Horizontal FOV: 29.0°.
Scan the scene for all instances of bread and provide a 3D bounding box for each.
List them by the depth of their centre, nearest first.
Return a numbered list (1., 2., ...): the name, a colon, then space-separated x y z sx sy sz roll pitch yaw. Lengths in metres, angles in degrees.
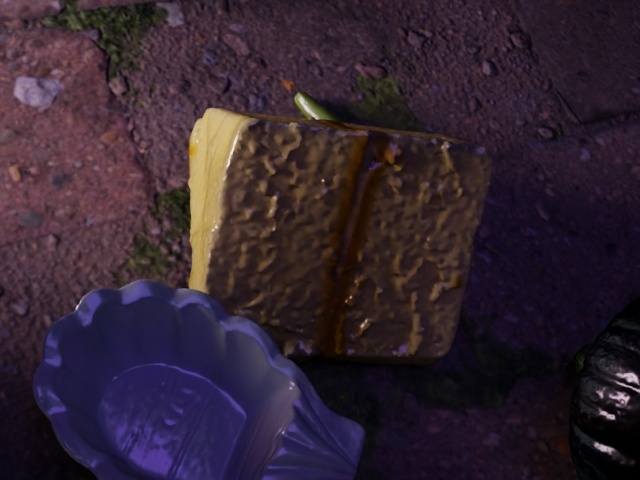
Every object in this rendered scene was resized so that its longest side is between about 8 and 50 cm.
1. bread: 0.000 0.000 1.213 0.263 0.198 0.236 6 98 -15

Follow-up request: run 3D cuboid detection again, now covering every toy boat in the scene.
1. toy boat: -0.109 0.157 1.081 0.290 0.100 0.199 26 58 -3

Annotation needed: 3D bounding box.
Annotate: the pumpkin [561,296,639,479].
1. pumpkin: 0.326 0.155 1.180 0.248 0.248 0.248 8 60 -14

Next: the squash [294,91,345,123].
1. squash: 0.006 -0.127 1.320 0.089 0.027 0.027 40 58 7
